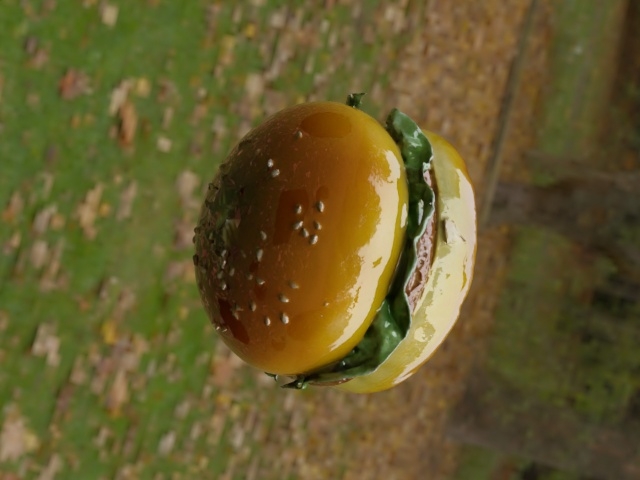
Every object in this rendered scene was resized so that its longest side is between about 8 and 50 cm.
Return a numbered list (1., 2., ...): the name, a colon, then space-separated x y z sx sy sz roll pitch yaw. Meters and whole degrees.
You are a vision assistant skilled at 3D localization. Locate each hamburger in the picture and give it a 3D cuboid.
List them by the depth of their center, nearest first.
1. hamburger: 0.000 -0.001 1.377 0.246 0.170 0.246 -33 -131 47
